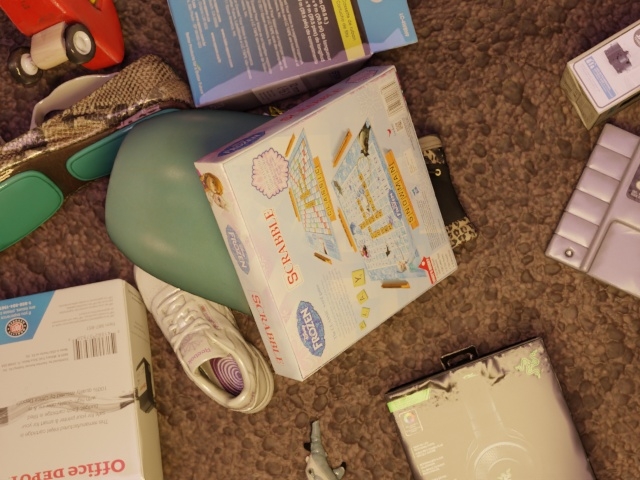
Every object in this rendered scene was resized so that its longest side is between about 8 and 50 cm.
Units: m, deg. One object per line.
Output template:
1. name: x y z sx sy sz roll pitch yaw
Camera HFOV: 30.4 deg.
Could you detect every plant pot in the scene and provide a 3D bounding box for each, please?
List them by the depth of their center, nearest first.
1. plant pot: -0.172 -0.060 1.708 0.235 0.293 0.293 14 89 7

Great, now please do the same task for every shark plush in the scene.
1. shark plush: 0.011 0.359 1.800 0.067 0.073 0.161 -13 64 -13

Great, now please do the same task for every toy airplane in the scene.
1. toy airplane: -0.454 -0.457 1.754 0.386 0.384 0.272 19 50 1

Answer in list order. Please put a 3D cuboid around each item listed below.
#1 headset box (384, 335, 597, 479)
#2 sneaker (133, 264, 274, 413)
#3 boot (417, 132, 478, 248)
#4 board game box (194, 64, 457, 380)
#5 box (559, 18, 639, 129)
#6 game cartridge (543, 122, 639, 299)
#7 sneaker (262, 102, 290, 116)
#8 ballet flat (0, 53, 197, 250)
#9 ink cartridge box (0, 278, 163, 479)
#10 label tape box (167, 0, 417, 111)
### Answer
1. headset box: 0.250 0.293 1.718 0.246 0.131 0.283 -20 84 5
2. sneaker: -0.180 0.128 1.772 0.114 0.152 0.305 -40 82 6
3. boot: 0.110 -0.042 1.755 0.236 0.085 0.178 -24 86 -17
4. board game box: 0.020 -0.029 1.584 0.318 0.066 0.318 -32 113 -33
5. box: 0.497 -0.280 1.700 0.290 0.169 0.087 -31 83 4
6. game cartridge: 0.539 -0.007 1.736 0.355 0.068 0.230 25 94 8
7. sneaker: -0.050 -0.188 1.833 0.083 0.031 0.035 27 90 8
8. ballet flat: -0.423 -0.136 1.833 0.483 0.164 0.182 -31 62 -1
9. ink cartridge box: -0.370 0.235 1.773 0.223 0.129 0.307 -10 73 6
10. label tape box: -0.048 -0.355 1.799 0.348 0.115 0.249 -15 82 4
